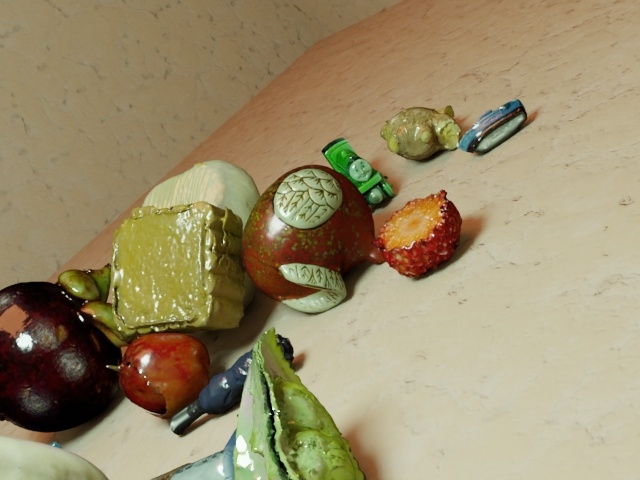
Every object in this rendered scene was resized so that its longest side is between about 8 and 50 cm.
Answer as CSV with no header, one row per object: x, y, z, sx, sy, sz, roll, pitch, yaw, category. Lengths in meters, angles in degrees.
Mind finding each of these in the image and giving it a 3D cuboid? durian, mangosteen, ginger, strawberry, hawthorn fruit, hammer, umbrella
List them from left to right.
-0.503,0.194,1.750,0.347,0.307,0.307,-46,19,-9,mangosteen
-0.264,0.216,1.495,0.148,0.172,0.148,-164,90,-72,hawthorn fruit
-0.123,0.290,1.227,0.116,0.069,0.194,-29,11,24,hammer
-0.140,0.232,1.403,0.248,0.071,0.071,-37,17,12,umbrella
-0.040,0.250,0.963,0.158,0.169,0.352,-25,31,1,durian
0.199,-0.213,1.813,0.157,0.102,0.216,-8,15,2,ginger
0.156,-0.006,1.394,0.145,0.086,0.145,-35,17,12,strawberry

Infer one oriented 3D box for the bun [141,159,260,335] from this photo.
-0.227,0.017,1.804,0.361,0.213,0.361,-25,52,37,bun

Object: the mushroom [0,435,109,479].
-0.441,0.381,1.136,0.353,0.325,0.353,-45,7,7,mushroom

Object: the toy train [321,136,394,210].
0.073,-0.135,1.827,0.085,0.119,0.251,-36,16,0,toy train

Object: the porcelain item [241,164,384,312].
0.000,0.000,1.539,0.253,0.253,0.253,-33,18,12,porcelain item

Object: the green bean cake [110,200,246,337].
-0.242,0.053,1.582,0.230,0.131,0.224,-8,74,28,green bean cake

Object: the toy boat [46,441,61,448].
-0.526,0.431,1.558,0.215,0.088,0.102,-48,11,-25,toy boat

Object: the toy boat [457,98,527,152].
0.309,-0.204,1.648,0.137,0.060,0.061,-40,36,10,toy boat

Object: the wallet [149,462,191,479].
-0.222,0.375,1.242,0.095,0.026,0.176,-28,20,17,wallet
